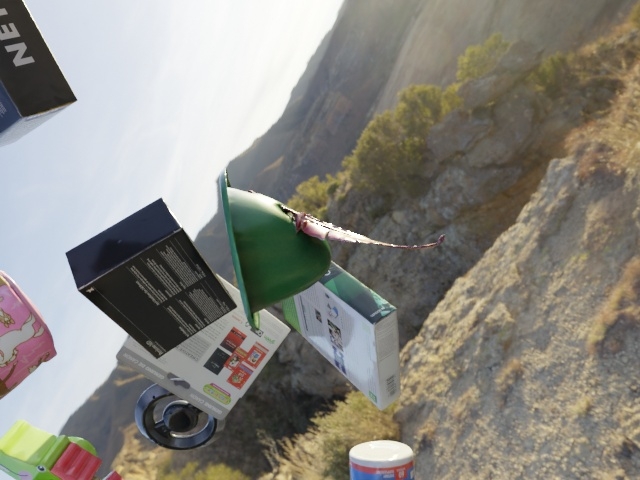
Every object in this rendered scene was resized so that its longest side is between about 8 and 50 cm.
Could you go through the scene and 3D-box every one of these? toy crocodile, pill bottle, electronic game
[{"bbox_3d":[-0.341,0.395,0.762,0.105,0.340,0.115,-43,8,20],"label":"toy crocodile"},{"bbox_3d":[0.121,0.508,0.942,0.124,0.125,0.221,149,117,-78],"label":"pill bottle"},{"bbox_3d":[-0.355,0.448,1.275,0.229,0.230,0.048,-62,13,19],"label":"electronic game"}]

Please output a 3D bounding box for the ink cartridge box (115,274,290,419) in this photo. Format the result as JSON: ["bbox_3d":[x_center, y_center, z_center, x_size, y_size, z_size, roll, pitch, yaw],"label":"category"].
[{"bbox_3d":[-0.281,0.226,1.189,0.271,0.309,0.130,-53,22,-11],"label":"ink cartridge box"}]

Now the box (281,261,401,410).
[{"bbox_3d":[0.021,0.140,0.949,0.059,0.322,0.232,-30,-48,-26],"label":"box"}]

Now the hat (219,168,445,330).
[{"bbox_3d":[0.000,0.000,0.541,0.172,0.184,0.208,83,172,-47],"label":"hat"}]

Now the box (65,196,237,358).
[{"bbox_3d":[-0.290,0.076,0.897,0.184,0.103,0.261,-34,-37,-12],"label":"box"}]

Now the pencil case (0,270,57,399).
[{"bbox_3d":[-0.537,0.192,0.607,0.386,0.167,0.160,-42,-31,-32],"label":"pencil case"}]

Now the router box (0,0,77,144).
[{"bbox_3d":[-0.477,-0.283,0.648,0.243,0.308,0.081,-6,25,41],"label":"router box"}]
